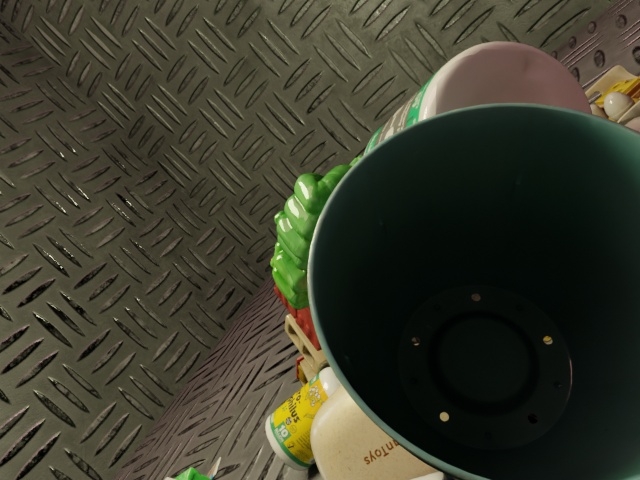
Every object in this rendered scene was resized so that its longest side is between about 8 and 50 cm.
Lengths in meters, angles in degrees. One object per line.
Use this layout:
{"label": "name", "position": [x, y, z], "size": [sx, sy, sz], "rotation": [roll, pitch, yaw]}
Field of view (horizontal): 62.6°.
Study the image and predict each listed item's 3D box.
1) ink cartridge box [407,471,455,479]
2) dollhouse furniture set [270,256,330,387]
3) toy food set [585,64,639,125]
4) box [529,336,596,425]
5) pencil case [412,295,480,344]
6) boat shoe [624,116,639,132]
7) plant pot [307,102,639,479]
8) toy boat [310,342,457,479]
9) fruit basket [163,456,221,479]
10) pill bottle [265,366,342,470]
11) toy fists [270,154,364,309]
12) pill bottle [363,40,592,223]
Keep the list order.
{"label": "ink cartridge box", "position": [-0.015, 0.399, 0.477], "size": [0.395, 0.151, 0.270], "rotation": [-36, 11, 38]}
{"label": "dollhouse furniture set", "position": [0.030, 0.143, 1.023], "size": [0.201, 0.152, 0.374], "rotation": [-28, -30, -21]}
{"label": "toy food set", "position": [0.619, -0.300, 1.085], "size": [0.220, 0.092, 0.306], "rotation": [-44, 9, 7]}
{"label": "box", "position": [0.299, 0.130, 0.628], "size": [0.183, 0.056, 0.231], "rotation": [-46, 9, -7]}
{"label": "pencil case", "position": [0.223, 0.089, 0.828], "size": [0.410, 0.160, 0.183], "rotation": [-45, 16, -3]}
{"label": "boat shoe", "position": [0.345, -0.004, 0.660], "size": [0.341, 0.158, 0.127], "rotation": [-39, 4, 6]}
{"label": "plant pot", "position": [0.151, 0.071, 0.457], "size": [0.293, 0.293, 0.235], "rotation": [-47, -26, -17]}
{"label": "toy boat", "position": [0.092, 0.178, 0.676], "size": [0.268, 0.318, 0.148], "rotation": [-33, -20, 21]}
{"label": "fruit basket", "position": [-0.312, 0.594, 0.928], "size": [0.353, 0.165, 0.327], "rotation": [-46, 8, 11]}
{"label": "pill bottle", "position": [0.012, 0.303, 0.945], "size": [0.208, 0.117, 0.117], "rotation": [-42, 8, 10]}
{"label": "toy fists", "position": [0.000, 0.000, 0.728], "size": [0.142, 0.096, 0.279], "rotation": [-37, -19, -26]}
{"label": "pill bottle", "position": [0.173, -0.104, 0.727], "size": [0.204, 0.204, 0.361], "rotation": [-46, 4, -11]}
